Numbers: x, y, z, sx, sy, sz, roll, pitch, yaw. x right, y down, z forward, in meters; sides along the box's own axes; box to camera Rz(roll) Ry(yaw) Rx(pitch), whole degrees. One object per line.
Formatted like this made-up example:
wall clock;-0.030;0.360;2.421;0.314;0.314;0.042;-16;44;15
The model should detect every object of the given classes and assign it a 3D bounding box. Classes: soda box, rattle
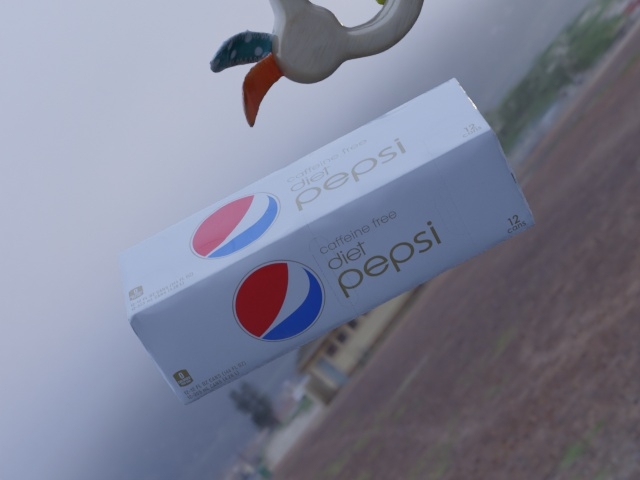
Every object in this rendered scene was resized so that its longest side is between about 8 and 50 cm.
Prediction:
soda box;0.000;0.000;0.787;0.216;0.069;0.074;-28;30;3
rattle;-0.018;-0.177;1.114;0.200;0.130;0.142;-54;35;-3
